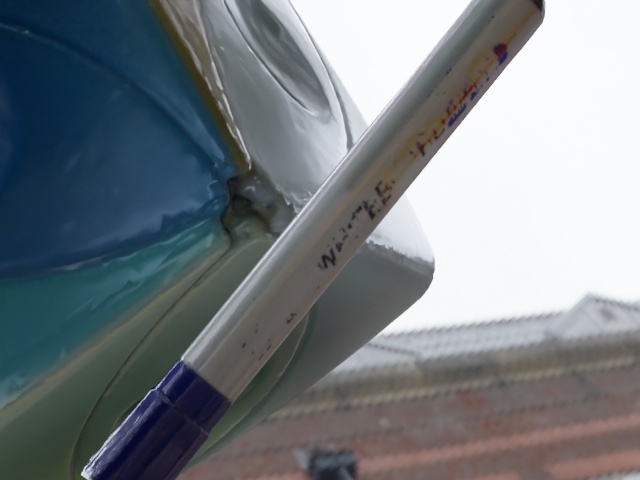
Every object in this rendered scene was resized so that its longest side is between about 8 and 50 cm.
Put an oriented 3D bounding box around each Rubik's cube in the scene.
[{"bbox_3d":[-0.167,-0.035,1.226,0.351,0.352,0.347,-38,-22,14],"label":"Rubik's cube"}]

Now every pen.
[{"bbox_3d":[0.000,0.000,0.713,0.269,0.033,0.033,-51,-45,-5],"label":"pen"}]
